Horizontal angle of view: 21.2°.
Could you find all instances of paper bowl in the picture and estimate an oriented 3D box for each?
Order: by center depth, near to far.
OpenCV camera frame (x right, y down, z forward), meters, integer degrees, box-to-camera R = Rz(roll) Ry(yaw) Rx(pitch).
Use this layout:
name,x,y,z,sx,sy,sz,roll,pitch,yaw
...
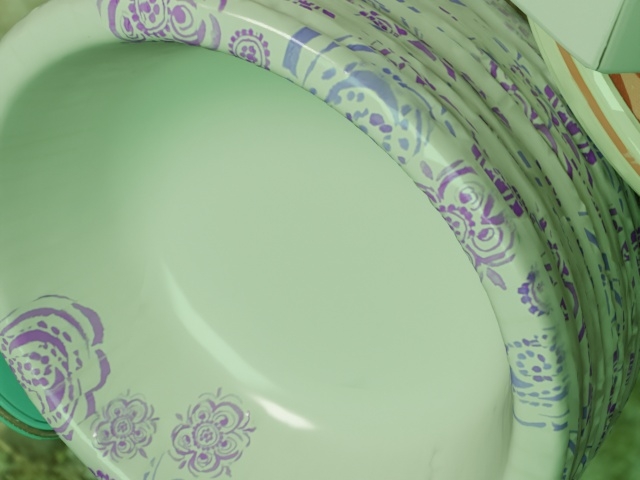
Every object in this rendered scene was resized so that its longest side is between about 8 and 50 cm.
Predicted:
name,x,y,z,sx,sy,sz,roll,pitch,yaw
paper bowl,0.000,0.000,0.711,0.284,0.148,0.284,18,128,24

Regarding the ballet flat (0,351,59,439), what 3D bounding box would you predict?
name,x,y,z,sx,sy,sz,roll,pitch,yaw
ballet flat,-0.191,-0.011,0.864,0.247,0.083,0.087,59,156,-8

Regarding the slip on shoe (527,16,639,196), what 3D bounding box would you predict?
name,x,y,z,sx,sy,sz,roll,pitch,yaw
slip on shoe,0.215,-0.022,0.624,0.331,0.123,0.101,39,134,-3

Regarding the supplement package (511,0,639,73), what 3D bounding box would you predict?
name,x,y,z,sx,sy,sz,roll,pitch,yaw
supplement package,0.140,-0.210,0.484,0.198,0.199,0.262,51,135,43
